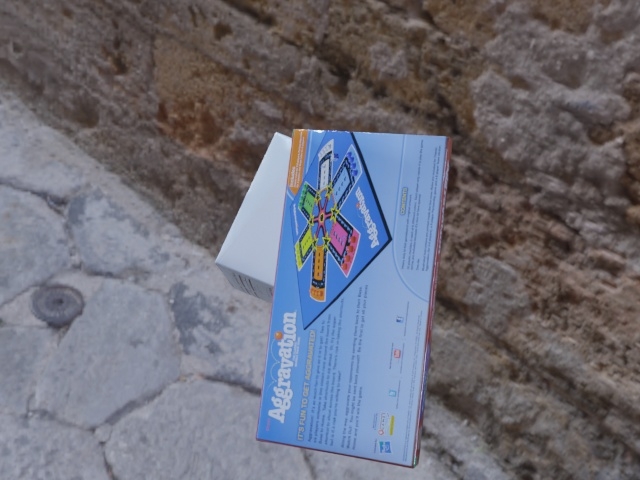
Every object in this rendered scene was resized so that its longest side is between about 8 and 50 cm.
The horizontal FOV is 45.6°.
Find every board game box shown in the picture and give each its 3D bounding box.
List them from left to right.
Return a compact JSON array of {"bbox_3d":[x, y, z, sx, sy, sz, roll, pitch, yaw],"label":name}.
[{"bbox_3d":[0.029,0.045,0.671,0.145,0.282,0.027,6,-5,17],"label":"board game box"}]

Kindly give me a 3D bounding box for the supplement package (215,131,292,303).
[{"bbox_3d":[0.000,0.000,1.013,0.203,0.149,0.194,22,77,8],"label":"supplement package"}]
